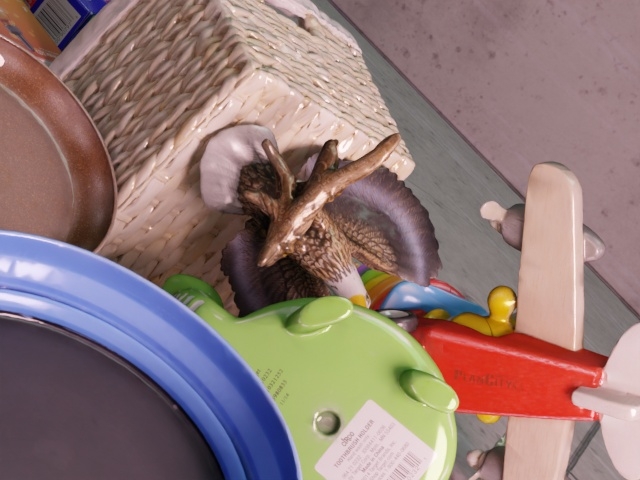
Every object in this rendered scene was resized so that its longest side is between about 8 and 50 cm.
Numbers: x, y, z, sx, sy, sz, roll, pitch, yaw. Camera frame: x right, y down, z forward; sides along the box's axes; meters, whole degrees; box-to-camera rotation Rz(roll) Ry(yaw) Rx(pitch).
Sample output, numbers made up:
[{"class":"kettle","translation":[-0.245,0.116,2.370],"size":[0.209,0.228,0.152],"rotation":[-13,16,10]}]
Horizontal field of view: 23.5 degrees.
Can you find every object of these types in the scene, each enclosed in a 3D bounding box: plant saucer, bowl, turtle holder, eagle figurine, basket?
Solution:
[{"class":"plant saucer","translation":[-0.345,-0.091,1.561],"size":[0.310,0.050,0.311],"rotation":[30,40,-29]},{"class":"bowl","translation":[-0.198,0.151,1.196],"size":[0.391,0.077,0.391],"rotation":[26,29,-16]},{"class":"turtle holder","translation":[-0.026,0.174,1.541],"size":[0.320,0.243,0.227],"rotation":[9,-4,-1]},{"class":"eagle figurine","translation":[0.002,0.010,1.668],"size":[0.298,0.226,0.225],"rotation":[54,35,-71]},{"class":"basket","translation":[-0.117,-0.123,1.807],"size":[0.328,0.331,0.266],"rotation":[27,26,-46]}]

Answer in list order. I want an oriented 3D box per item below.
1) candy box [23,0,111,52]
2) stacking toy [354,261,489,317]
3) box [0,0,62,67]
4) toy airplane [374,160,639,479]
[{"class":"candy box","translation":[-0.338,-0.333,2.153],"size":[0.268,0.122,0.317],"rotation":[49,18,21]},{"class":"stacking toy","translation":[0.090,0.092,2.131],"size":[0.175,0.166,0.302],"rotation":[23,10,-29]},{"class":"box","translation":[-0.402,-0.241,1.837],"size":[0.170,0.091,0.130],"rotation":[51,18,22]},{"class":"toy airplane","translation":[0.262,0.149,1.884],"size":[0.384,0.386,0.272],"rotation":[50,21,3]}]
